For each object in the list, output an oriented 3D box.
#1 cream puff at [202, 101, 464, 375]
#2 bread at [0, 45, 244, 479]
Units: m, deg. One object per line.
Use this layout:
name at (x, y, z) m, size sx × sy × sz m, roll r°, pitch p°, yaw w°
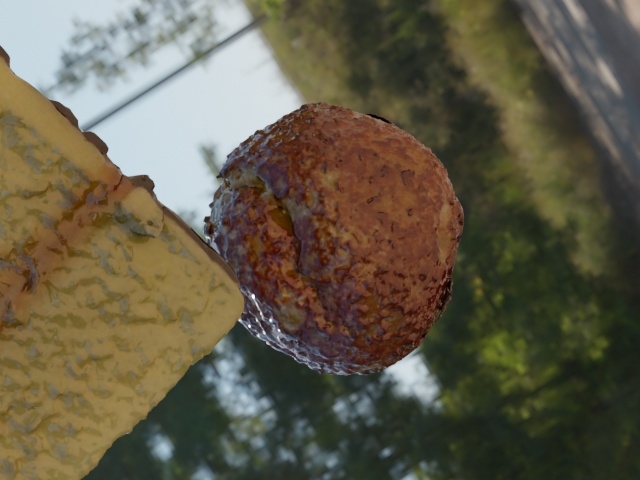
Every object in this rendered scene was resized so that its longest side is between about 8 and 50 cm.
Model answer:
cream puff at (0.000, -0.001, 1.362) m, size 0.164 × 0.240 × 0.240 m, roll -15°, pitch -111°, yaw -45°
bread at (-0.213, 0.015, 1.069) m, size 0.263 × 0.236 × 0.198 m, roll 44°, pitch -173°, yaw -21°
